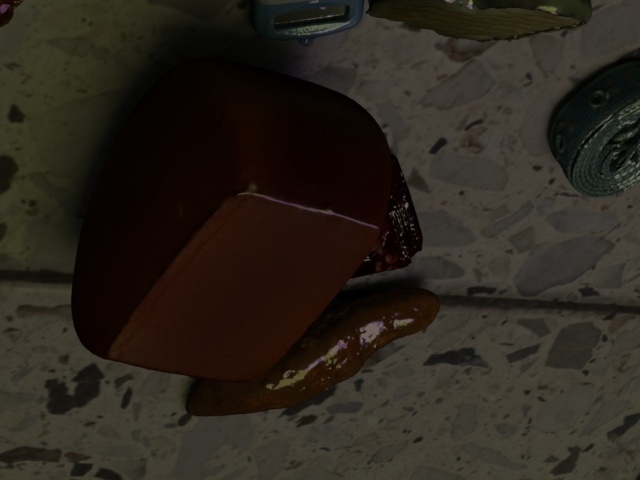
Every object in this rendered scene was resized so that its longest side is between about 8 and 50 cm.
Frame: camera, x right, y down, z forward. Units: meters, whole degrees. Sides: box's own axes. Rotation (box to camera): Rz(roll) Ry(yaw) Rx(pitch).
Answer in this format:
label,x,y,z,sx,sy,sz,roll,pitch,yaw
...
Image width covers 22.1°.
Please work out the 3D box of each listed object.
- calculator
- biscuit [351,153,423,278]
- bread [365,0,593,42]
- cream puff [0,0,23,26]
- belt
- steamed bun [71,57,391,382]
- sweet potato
label,x,y,z,sx,sy,sz,roll,pitch,yaw
calculator,-0.010,-0.281,1.642,0.121,0.039,0.210,-8,135,-13
biscuit,0.003,0.004,1.910,0.235,0.063,0.151,-21,125,5
bread,0.168,-0.247,1.682,0.232,0.064,0.172,7,175,14
cream puff,-0.358,-0.265,1.430,0.183,0.169,0.183,-27,146,-19
belt,0.349,-0.127,1.908,0.147,0.082,0.163,-7,136,-22
steamed bun,-0.104,-0.034,1.694,0.235,0.248,0.379,13,138,-28
sweet potato,-0.017,0.145,2.011,0.354,0.095,0.106,-25,177,7
